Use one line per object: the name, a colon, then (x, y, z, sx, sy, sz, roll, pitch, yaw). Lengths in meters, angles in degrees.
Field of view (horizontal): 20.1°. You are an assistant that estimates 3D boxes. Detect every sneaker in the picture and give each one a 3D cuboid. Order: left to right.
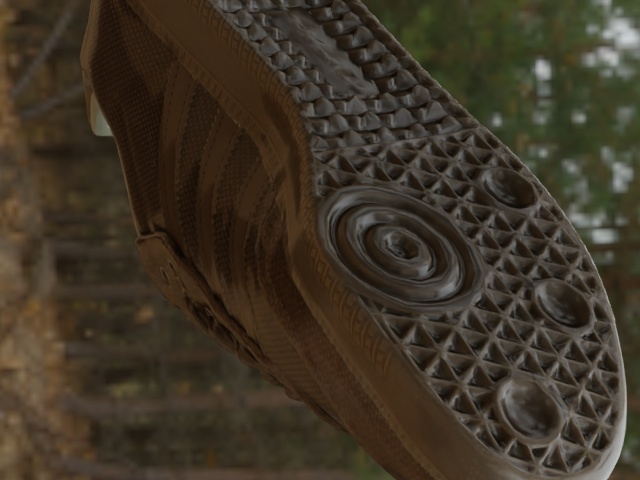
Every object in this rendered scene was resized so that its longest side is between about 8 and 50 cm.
sneaker: (0.000, 0.000, 0.396, 0.188, 0.066, 0.071, 59, -41, 38)
